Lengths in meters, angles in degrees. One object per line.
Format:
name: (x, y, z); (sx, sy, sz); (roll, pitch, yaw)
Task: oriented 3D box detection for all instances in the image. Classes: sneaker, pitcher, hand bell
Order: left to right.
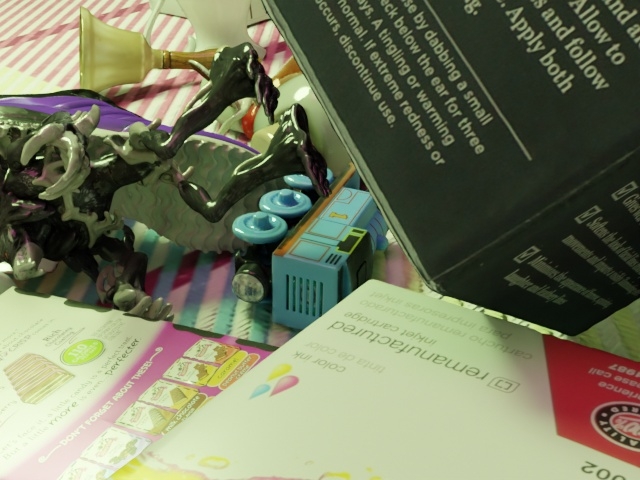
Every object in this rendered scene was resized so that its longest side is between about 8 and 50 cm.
sneaker: (-0.169, -0.076, 0.765); (0.293, 0.102, 0.146); (9, 26, -22)
hand bell: (-0.200, -0.246, 1.193); (0.242, 0.126, 0.126); (-1, 26, -16)
pitcher: (-0.176, -0.352, 1.251); (0.178, 0.207, 0.125); (-10, 28, -6)

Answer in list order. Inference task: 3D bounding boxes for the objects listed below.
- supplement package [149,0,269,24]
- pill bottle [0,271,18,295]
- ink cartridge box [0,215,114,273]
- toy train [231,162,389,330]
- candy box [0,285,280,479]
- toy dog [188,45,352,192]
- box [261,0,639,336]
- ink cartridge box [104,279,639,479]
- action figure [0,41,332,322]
supplement package: (-0.180, -0.495, 1.518); (0.145, 0.204, 0.262); (-29, 36, -34)
pill bottle: (-0.302, 0.053, 0.648); (0.152, 0.086, 0.086); (8, 31, 22)
ink cartridge box: (-0.331, -0.026, 0.831); (0.275, 0.060, 0.239); (-1, 39, 7)
toy train: (0.000, 0.000, 0.707); (0.105, 0.080, 0.184); (14, 32, 17)
candy box: (-0.144, 0.113, 0.524); (0.233, 0.071, 0.159); (10, 32, 26)
toy dog: (-0.044, -0.156, 0.909); (0.334, 0.161, 0.220); (17, 35, 35)
box: (0.218, -0.143, 0.481); (0.395, 0.293, 0.212); (-35, 67, 17)
ink cartridge box: (0.023, 0.158, 0.349); (0.226, 0.131, 0.306); (17, 34, 35)
action figure: (-0.143, -0.029, 0.615); (0.276, 0.164, 0.141); (-25, 34, 13)
